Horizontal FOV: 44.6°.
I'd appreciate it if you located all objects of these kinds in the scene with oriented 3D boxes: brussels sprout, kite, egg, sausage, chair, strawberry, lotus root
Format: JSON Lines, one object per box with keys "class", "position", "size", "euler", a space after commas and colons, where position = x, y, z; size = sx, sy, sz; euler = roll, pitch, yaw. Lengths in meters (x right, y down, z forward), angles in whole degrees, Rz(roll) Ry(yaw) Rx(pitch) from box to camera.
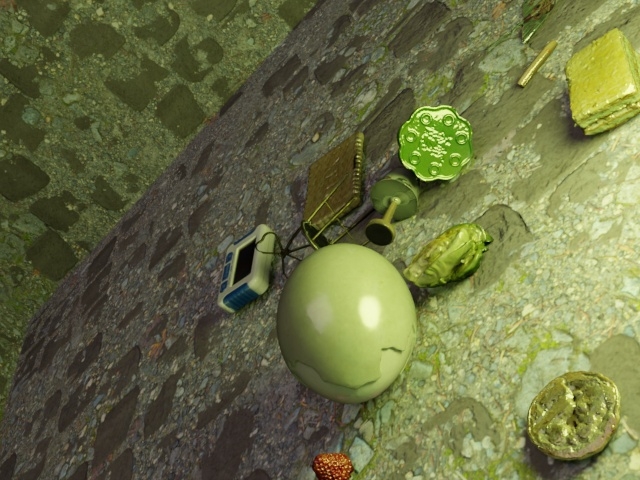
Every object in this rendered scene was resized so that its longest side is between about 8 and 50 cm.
{"class": "brussels sprout", "position": [0.257, 0.033, 1.582], "size": [0.181, 0.100, 0.139], "euler": [-47, 16, 13]}
{"class": "kite", "position": [0.519, -0.559, 1.994], "size": [0.250, 0.012, 0.229], "euler": [-33, 29, 35]}
{"class": "egg", "position": [0.050, 0.173, 1.529], "size": [0.278, 0.278, 0.336], "euler": [-37, 30, 28]}
{"class": "sausage", "position": [0.506, -0.413, 1.819], "size": [0.132, 0.024, 0.024], "euler": [-52, 26, 2]}
{"class": "chair", "position": [0.000, 0.000, 1.973], "size": [0.326, 0.160, 0.170], "euler": [-39, 28, 15]}
{"class": "strawberry", "position": [0.020, 0.432, 1.475], "size": [0.073, 0.083, 0.073], "euler": [-56, 12, 19]}
{"class": "lotus root", "position": [0.257, -0.229, 1.858], "size": [0.186, 0.186, 0.186], "euler": [-38, 29, 26]}

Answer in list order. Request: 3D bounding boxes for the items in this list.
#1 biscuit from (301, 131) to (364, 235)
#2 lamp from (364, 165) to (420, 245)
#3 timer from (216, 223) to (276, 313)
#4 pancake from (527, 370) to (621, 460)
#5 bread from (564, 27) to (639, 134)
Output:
{"class": "biscuit", "position": [0.040, -0.162, 2.227], "size": [0.217, 0.044, 0.324], "euler": [-34, 31, 30]}
{"class": "lamp", "position": [0.167, -0.084, 1.833], "size": [0.121, 0.121, 0.214], "euler": [-25, 25, 43]}
{"class": "timer", "position": [-0.210, 0.085, 2.285], "size": [0.178, 0.078, 0.253], "euler": [-32, 33, 31]}
{"class": "pancake", "position": [0.379, 0.262, 1.171], "size": [0.158, 0.028, 0.158], "euler": [-36, 29, 24]}
{"class": "bread", "position": [0.552, -0.297, 1.511], "size": [0.138, 0.102, 0.196], "euler": [-34, 34, 38]}
